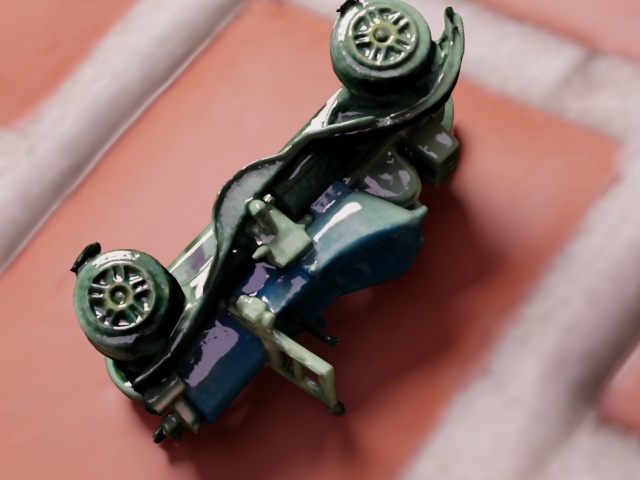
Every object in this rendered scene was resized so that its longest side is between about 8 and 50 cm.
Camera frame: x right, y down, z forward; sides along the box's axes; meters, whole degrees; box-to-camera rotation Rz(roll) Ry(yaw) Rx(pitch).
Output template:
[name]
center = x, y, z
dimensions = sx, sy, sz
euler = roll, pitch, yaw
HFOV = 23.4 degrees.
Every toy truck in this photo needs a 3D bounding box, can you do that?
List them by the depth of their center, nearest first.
[toy truck]
center = -0.001, 0.001, 0.480
dimensions = 0.078, 0.080, 0.154
euler = 41, 77, 14
